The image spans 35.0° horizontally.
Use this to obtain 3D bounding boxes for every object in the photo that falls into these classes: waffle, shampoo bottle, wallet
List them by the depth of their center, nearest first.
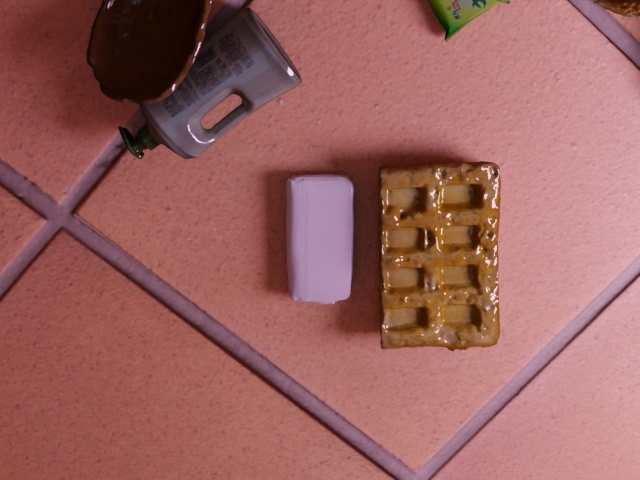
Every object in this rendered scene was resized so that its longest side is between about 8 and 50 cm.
[{"bbox_3d":[-0.150,-0.181,1.286,0.234,0.087,0.118,-35,100,10],"label":"shampoo bottle"},{"bbox_3d":[0.000,0.000,1.387,0.095,0.033,0.190,-2,109,0],"label":"wallet"},{"bbox_3d":[0.160,0.021,1.388,0.168,0.057,0.274,-4,110,-2],"label":"waffle"}]

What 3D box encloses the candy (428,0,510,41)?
[{"bbox_3d":[0.157,-0.348,1.268,0.102,0.032,0.178,-30,108,8],"label":"candy"}]

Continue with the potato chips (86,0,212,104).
[{"bbox_3d":[-0.205,-0.261,1.251,0.150,0.049,0.202,16,84,22],"label":"potato chips"}]

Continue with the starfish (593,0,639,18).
[{"bbox_3d":[0.505,-0.309,1.218,0.347,0.078,0.358,-11,121,27],"label":"starfish"}]
